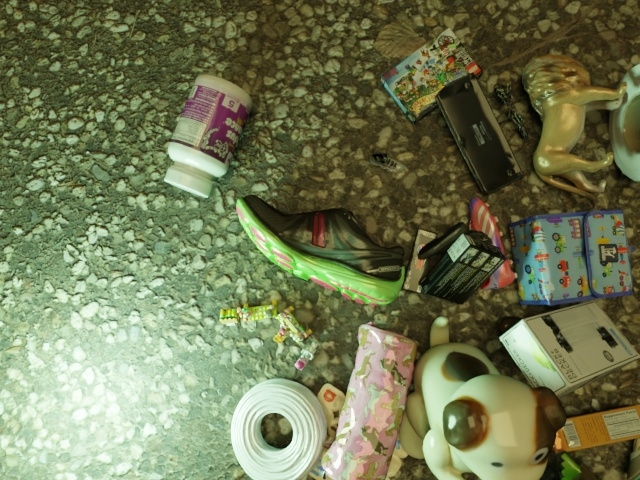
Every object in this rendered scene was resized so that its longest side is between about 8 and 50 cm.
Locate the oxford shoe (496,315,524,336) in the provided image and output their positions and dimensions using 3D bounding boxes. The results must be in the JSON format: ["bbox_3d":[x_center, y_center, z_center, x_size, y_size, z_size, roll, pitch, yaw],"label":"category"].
[{"bbox_3d":[0.561,0.261,1.185,0.227,0.096,0.082,27,89,9],"label":"oxford shoe"}]

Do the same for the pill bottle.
[{"bbox_3d":[-0.311,-0.278,1.273,0.169,0.169,0.301,20,87,7],"label":"pill bottle"}]

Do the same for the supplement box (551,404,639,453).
[{"bbox_3d":[0.677,0.467,1.160,0.234,0.078,0.080,-10,69,3],"label":"supplement box"}]

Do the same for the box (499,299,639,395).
[{"bbox_3d":[0.581,0.250,1.086,0.290,0.087,0.169,-5,53,-30],"label":"box"}]

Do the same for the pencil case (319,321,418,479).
[{"bbox_3d":[0.123,0.402,1.151,0.167,0.160,0.385,16,77,11],"label":"pencil case"}]

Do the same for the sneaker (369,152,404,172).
[{"bbox_3d":[0.182,-0.215,1.274,0.098,0.069,0.038,16,87,6],"label":"sneaker"}]

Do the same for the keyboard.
[{"bbox_3d":[0.457,-0.301,1.258,0.202,0.033,0.317,-27,93,0],"label":"keyboard"}]

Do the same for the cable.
[{"bbox_3d":[-0.112,0.494,1.212,0.257,0.089,0.257,28,89,17],"label":"cable"}]

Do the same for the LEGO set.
[{"bbox_3d":[-0.136,0.224,1.243,0.287,0.107,0.132,27,88,7],"label":"LEGO set"}]

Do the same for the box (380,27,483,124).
[{"bbox_3d":[0.307,-0.455,1.298,0.233,0.044,0.159,-36,83,1],"label":"box"}]

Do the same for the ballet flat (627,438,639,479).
[{"bbox_3d":[0.826,0.507,1.161,0.213,0.072,0.068,-39,55,0],"label":"ballet flat"}]

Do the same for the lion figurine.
[{"bbox_3d":[0.627,-0.286,1.206,0.240,0.142,0.391,9,92,27],"label":"lion figurine"}]

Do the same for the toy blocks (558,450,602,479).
[{"bbox_3d":[0.523,0.642,1.049,0.261,0.381,0.190,-46,59,11],"label":"toy blocks"}]

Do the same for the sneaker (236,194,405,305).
[{"bbox_3d":[0.000,0.000,1.240,0.483,0.185,0.202,27,70,4],"label":"sneaker"}]

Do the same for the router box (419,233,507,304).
[{"bbox_3d":[0.356,0.077,1.173,0.133,0.046,0.179,19,124,-26],"label":"router box"}]

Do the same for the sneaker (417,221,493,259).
[{"bbox_3d":[0.341,0.019,1.188,0.170,0.051,0.089,-37,104,12],"label":"sneaker"}]

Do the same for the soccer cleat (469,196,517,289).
[{"bbox_3d":[0.431,0.009,1.229,0.095,0.083,0.247,-21,86,7],"label":"soccer cleat"}]

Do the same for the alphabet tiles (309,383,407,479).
[{"bbox_3d":[0.087,0.524,1.237,0.278,0.021,0.284,31,88,8],"label":"alphabet tiles"}]

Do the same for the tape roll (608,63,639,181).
[{"bbox_3d":[0.815,-0.284,1.120,0.100,0.286,0.286,-6,84,4],"label":"tape roll"}]

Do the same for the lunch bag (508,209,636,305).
[{"bbox_3d":[0.662,0.042,1.196,0.294,0.138,0.220,-5,83,-8],"label":"lunch bag"}]

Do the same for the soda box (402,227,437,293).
[{"bbox_3d":[0.263,0.056,1.247,0.053,0.060,0.168,16,87,8],"label":"soda box"}]

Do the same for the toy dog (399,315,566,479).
[{"bbox_3d":[0.358,0.376,1.023,0.285,0.408,0.395,2,85,-2],"label":"toy dog"}]
